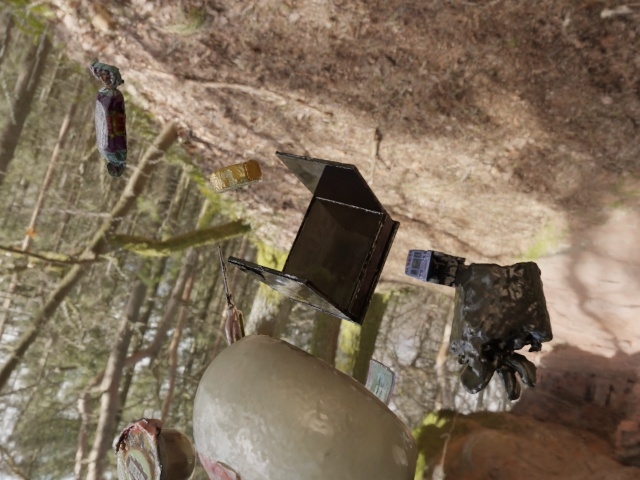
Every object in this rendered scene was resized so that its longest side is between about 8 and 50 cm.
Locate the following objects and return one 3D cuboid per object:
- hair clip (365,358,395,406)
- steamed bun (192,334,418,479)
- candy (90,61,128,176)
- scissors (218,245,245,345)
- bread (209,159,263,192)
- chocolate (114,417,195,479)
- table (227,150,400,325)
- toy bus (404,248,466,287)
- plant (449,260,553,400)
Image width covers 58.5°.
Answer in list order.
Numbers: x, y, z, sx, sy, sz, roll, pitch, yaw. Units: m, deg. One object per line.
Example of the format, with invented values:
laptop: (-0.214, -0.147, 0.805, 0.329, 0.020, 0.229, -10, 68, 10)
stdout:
hair clip: (0.105, 0.266, 1.039, 0.054, 0.137, 0.022, 27, -139, 26)
steamed bun: (-0.034, 0.251, 0.679, 0.282, 0.177, 0.283, 29, 153, 16)
candy: (-0.309, -0.174, 0.838, 0.045, 0.175, 0.043, -14, -147, -33)
scissors: (-0.222, 0.167, 1.429, 0.024, 0.318, 0.160, -9, -172, 4)
bread: (-0.241, -0.180, 1.647, 0.149, 0.073, 0.122, -19, -178, -4)
chocolate: (-0.366, 0.501, 1.322, 0.221, 0.222, 0.147, 4, -176, 44)
table: (0.000, 0.000, 1.169, 0.196, 0.251, 0.282, 17, 166, 29)
toy bus: (0.254, 0.059, 1.246, 0.076, 0.073, 0.167, 9, 177, 39)
plant: (0.368, 0.178, 1.171, 0.188, 0.276, 0.199, 3, 174, 3)
